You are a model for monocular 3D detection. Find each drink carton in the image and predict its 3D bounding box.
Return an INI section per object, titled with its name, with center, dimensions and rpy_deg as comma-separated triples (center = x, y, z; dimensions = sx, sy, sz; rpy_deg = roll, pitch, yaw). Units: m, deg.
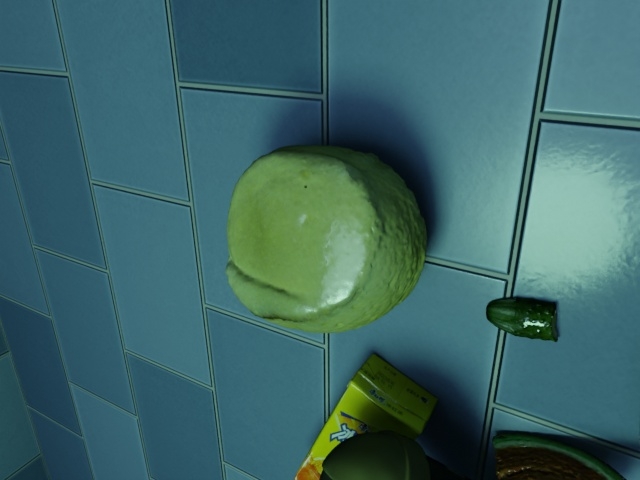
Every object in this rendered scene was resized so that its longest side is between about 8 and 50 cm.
[drink carton]
center = 0.078, 0.404, 1.044
dimensions = 0.154, 0.111, 0.352
rpy_deg = 33, 126, 14

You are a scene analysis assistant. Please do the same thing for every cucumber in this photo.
[cucumber]
center = 0.309, 0.125, 0.814
dimensions = 0.107, 0.035, 0.067
rpy_deg = 3, 114, 34

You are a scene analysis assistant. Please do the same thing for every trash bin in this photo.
[trash bin]
center = 0.141, 0.441, 0.844
dimensions = 0.333, 0.214, 0.214
rpy_deg = 33, 131, -18

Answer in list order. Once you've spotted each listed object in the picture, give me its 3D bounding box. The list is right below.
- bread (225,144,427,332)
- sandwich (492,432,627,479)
[bread]
center = 0.006, -0.002, 0.836
dimensions = 0.320, 0.237, 0.321
rpy_deg = 4, 99, 29
[sandwich]
center = 0.369, 0.391, 0.811
dimensions = 0.234, 0.159, 0.079
rpy_deg = -6, 110, 41
